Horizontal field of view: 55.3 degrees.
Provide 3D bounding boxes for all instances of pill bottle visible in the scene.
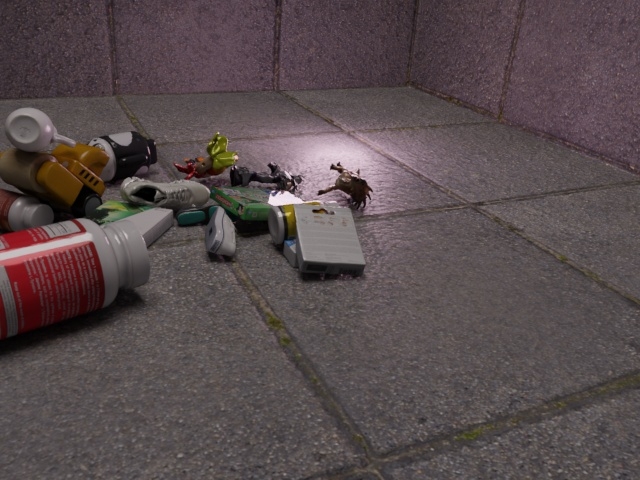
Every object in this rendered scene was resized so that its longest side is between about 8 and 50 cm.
[{"bbox_3d":[-0.927,-0.086,1.854,0.216,0.121,0.121,13,27,19],"label":"pill bottle"},{"bbox_3d":[-0.626,0.077,1.431,0.408,0.228,0.229,-17,32,-37],"label":"pill bottle"},{"bbox_3d":[-0.046,-0.060,1.881,0.209,0.119,0.119,-9,28,-22],"label":"pill bottle"}]

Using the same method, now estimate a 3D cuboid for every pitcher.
[{"bbox_3d":[-0.820,-0.315,1.798,0.178,0.125,0.207,18,3,-16],"label":"pitcher"}]

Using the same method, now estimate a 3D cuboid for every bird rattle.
[{"bbox_3d":[-0.411,-0.273,2.290,0.143,0.254,0.207,56,18,10],"label":"bird rattle"}]

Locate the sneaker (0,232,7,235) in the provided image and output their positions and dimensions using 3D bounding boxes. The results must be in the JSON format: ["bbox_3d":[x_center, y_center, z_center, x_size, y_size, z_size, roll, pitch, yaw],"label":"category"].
[{"bbox_3d":[-0.907,0.028,1.666,0.341,0.124,0.140,17,1,31],"label":"sneaker"}]

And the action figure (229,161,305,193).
[{"bbox_3d":[-0.195,-0.238,2.315,0.285,0.099,0.185,0,17,-18],"label":"action figure"}]

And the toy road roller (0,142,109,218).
[{"bbox_3d":[-0.814,-0.225,1.924,0.203,0.329,0.240,14,72,20],"label":"toy road roller"}]

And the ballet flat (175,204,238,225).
[{"bbox_3d":[-0.372,-0.089,2.007,0.203,0.074,0.074,-4,27,-12],"label":"ballet flat"}]

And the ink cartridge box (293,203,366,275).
[{"bbox_3d":[0.018,-0.003,1.784,0.189,0.066,0.232,4,41,-18],"label":"ink cartridge box"}]

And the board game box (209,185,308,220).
[{"bbox_3d":[-0.180,-0.123,2.048,0.318,0.046,0.214,0,23,-42],"label":"board game box"}]

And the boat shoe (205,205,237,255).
[{"bbox_3d":[-0.299,-0.021,1.870,0.084,0.095,0.258,27,22,-20],"label":"boat shoe"}]

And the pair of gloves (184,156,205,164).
[{"bbox_3d":[-0.525,-0.335,2.565,0.083,0.010,0.074,-14,31,-32],"label":"pair of gloves"}]

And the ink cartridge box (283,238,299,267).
[{"bbox_3d":[-0.038,0.032,1.817,0.123,0.052,0.088,-6,28,-24],"label":"ink cartridge box"}]

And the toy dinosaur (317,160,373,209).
[{"bbox_3d":[0.126,-0.201,2.264,0.201,0.127,0.296,21,17,17],"label":"toy dinosaur"}]

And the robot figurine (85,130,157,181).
[{"bbox_3d":[-0.757,-0.322,2.309,0.278,0.173,0.209,-22,-8,-43],"label":"robot figurine"}]

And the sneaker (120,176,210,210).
[{"bbox_3d":[-0.504,-0.148,2.020,0.292,0.109,0.118,0,9,-25],"label":"sneaker"}]

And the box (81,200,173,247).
[{"bbox_3d":[-0.619,-0.030,1.856,0.233,0.058,0.322,9,24,9],"label":"box"}]
